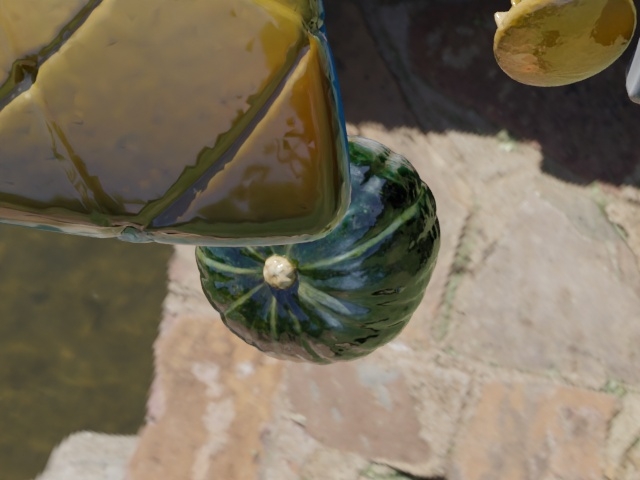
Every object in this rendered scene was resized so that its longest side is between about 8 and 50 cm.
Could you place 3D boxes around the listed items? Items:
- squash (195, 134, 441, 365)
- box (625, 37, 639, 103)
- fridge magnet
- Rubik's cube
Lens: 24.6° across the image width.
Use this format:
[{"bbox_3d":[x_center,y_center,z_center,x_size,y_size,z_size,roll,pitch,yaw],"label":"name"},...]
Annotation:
[{"bbox_3d":[-0.001,0.004,1.257,0.218,0.172,0.218,8,104,34],"label":"squash"},{"bbox_3d":[0.423,-0.154,1.410,0.244,0.103,0.055,15,33,-6],"label":"box"},{"bbox_3d":[0.238,-0.206,1.433,0.143,0.143,0.063,-24,54,17],"label":"fridge magnet"},{"bbox_3d":[-0.137,-0.089,0.587,0.254,0.254,0.254,-11,64,24],"label":"Rubik's cube"}]
